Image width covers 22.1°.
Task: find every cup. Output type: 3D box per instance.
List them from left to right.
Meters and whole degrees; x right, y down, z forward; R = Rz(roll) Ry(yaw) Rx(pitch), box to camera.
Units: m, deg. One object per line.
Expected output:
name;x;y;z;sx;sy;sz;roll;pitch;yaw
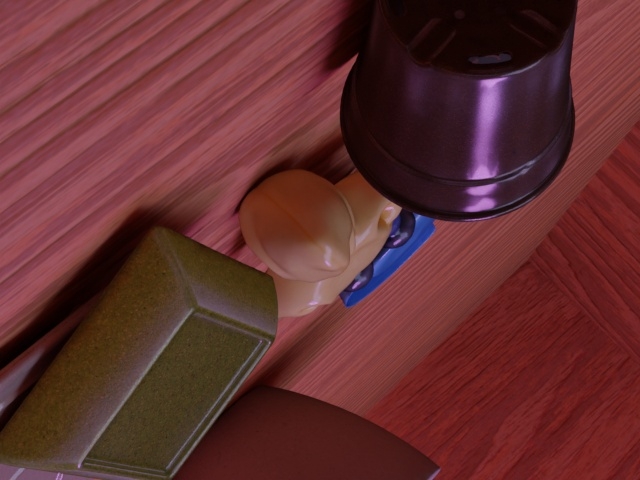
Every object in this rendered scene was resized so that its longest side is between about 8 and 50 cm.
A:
cup;-0.047;0.320;2.040;0.331;0.237;0.331;-44;171;-9

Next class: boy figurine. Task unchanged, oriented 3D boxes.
boy figurine;0.000;0.000;1.343;0.177;0.092;0.285;-47;170;10

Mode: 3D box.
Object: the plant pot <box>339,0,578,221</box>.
plant pot;0.096;-0.120;1.078;0.167;0.167;0.165;-43;163;-16

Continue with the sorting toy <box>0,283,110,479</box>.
sorting toy;-0.180;0.117;1.117;0.208;0.038;0.193;-36;150;-29

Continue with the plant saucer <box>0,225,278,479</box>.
plant saucer;-0.109;0.095;1.106;0.188;0.045;0.188;-53;155;4

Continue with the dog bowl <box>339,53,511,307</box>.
dog bowl;0.099;-0.066;1.547;0.297;0.074;0.166;-49;170;17
